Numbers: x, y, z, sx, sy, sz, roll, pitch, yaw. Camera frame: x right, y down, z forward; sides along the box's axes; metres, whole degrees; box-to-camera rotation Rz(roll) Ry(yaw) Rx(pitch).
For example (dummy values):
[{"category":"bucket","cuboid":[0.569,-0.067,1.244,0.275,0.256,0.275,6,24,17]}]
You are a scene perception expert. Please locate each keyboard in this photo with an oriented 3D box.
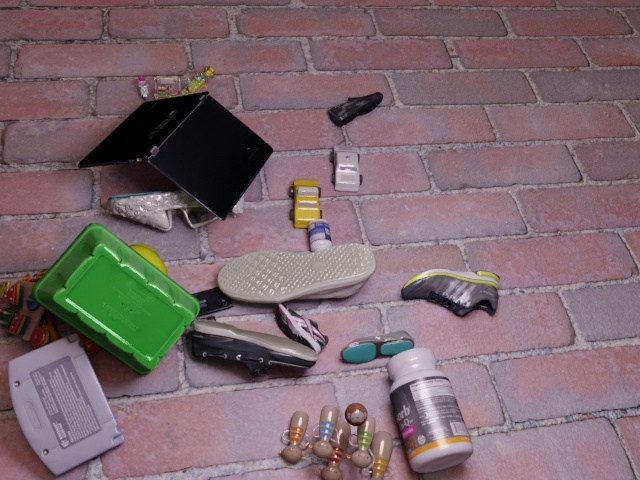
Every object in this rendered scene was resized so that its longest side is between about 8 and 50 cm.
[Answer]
[{"category":"keyboard","cuboid":[-0.334,0.191,1.814,0.180,0.023,0.108,-15,52,-17]}]

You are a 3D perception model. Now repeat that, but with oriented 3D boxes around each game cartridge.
[{"category":"game cartridge","cuboid":[-0.617,0.391,1.559,0.196,0.060,0.294,-23,80,-26]}]

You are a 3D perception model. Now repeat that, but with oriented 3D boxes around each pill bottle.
[{"category":"pill bottle","cuboid":[0.000,0.000,1.971,0.067,0.067,0.120,-2,55,-10]},{"category":"pill bottle","cuboid":[0.266,0.424,1.649,0.162,0.162,0.278,-7,55,-13]}]

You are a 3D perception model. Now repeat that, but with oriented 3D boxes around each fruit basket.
[{"category":"fruit basket","cuboid":[-0.506,0.136,1.685,0.392,0.392,0.283,34,77,16]}]

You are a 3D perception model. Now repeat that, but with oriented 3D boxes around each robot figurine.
[{"category":"robot figurine","cuboid":[-0.691,0.186,1.725,0.211,0.085,0.291,-21,60,-23]}]

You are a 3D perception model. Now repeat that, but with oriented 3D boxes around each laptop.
[{"category":"laptop","cuboid":[-0.424,-0.255,1.983,0.408,0.236,0.381,-2,38,26]}]

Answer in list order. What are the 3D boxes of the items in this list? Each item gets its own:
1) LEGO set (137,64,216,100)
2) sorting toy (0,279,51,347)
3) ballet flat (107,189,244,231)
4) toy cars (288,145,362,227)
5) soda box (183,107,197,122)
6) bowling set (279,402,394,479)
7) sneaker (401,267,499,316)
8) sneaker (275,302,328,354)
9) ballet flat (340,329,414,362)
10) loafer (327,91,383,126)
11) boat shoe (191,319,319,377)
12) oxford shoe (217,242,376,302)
[{"category":"LEGO set","cuboid":[-0.486,-0.558,2.275,0.287,0.107,0.132,-20,60,-21]},{"category":"sorting toy","cuboid":[-0.770,0.170,1.662,0.275,0.046,0.132,14,79,32]},{"category":"ballet flat","cuboid":[-0.418,-0.096,1.948,0.409,0.147,0.146,-10,57,-14]},{"category":"toy cars","cuboid":[0.022,-0.194,2.101,0.177,0.087,0.394,36,57,16]},{"category":"soda box","cuboid":[-0.346,-0.328,2.147,0.263,0.083,0.092,34,57,15]},{"category":"bowling set","cuboid":[0.045,0.482,1.559,0.287,0.199,0.154,11,55,4]},{"category":"sneaker","cuboid":[0.383,0.155,1.896,0.300,0.111,0.121,0,59,-6]},{"category":"sneaker","cuboid":[-0.050,0.239,1.802,0.077,0.072,0.178,-29,71,-39]},{"category":"ballet flat","cuboid":[0.151,0.288,1.798,0.213,0.072,0.068,-5,28,-13]},{"category":"loafer","cuboid":[0.127,-0.482,2.330,0.223,0.076,0.078,-30,72,-22]},{"category":"boat shoe","cuboid":[-0.178,0.299,1.709,0.340,0.127,0.112,14,93,-1]},{"category":"oxford shoe","cuboid":[-0.064,0.107,1.855,0.450,0.130,0.169,-7,60,-1]}]
